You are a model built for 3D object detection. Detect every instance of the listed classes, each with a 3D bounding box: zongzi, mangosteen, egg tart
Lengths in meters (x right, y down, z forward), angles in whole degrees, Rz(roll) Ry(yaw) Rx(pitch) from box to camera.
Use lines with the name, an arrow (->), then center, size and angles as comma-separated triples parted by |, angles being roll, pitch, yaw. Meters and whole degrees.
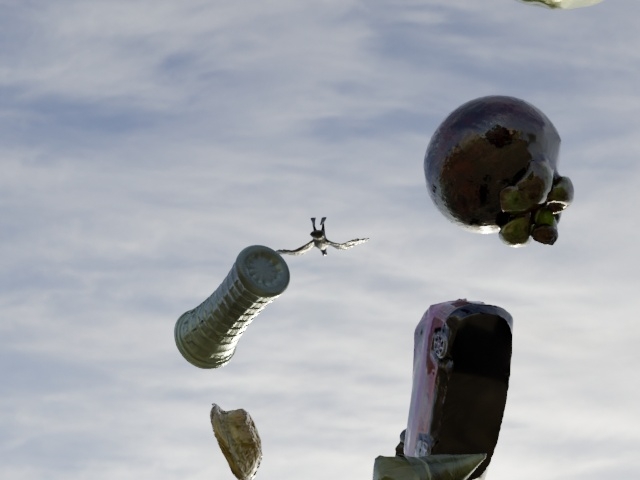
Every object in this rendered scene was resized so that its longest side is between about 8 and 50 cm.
zongzi -> 0.097, 0.246, 0.783 | 0.113, 0.052, 0.104 | -2, -60, -23
mangosteen -> 0.352, -0.138, 1.651 | 0.311, 0.311, 0.311 | 2, -43, 2
egg tart -> -0.107, 0.274, 1.126 | 0.049, 0.128, 0.128 | -26, -46, -3

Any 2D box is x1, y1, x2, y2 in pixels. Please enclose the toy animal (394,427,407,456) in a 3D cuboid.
toy animal -> 0.257, 0.504, 1.885 | 0.146, 0.245, 0.114 | 25, -74, -24

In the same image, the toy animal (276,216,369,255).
toy animal -> 0.000, 0.000, 1.877 | 0.220, 0.062, 0.108 | -6, -47, 3

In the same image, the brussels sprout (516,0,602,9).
brussels sprout -> 0.353, -0.482, 1.158 | 0.344, 0.268, 0.344 | 9, -63, 19

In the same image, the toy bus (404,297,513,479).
toy bus -> 0.218, 0.241, 1.340 | 0.128, 0.147, 0.302 | 4, -83, -18

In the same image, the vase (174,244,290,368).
vase -> -0.174, 0.129, 1.640 | 0.143, 0.143, 0.299 | 22, -42, -18
